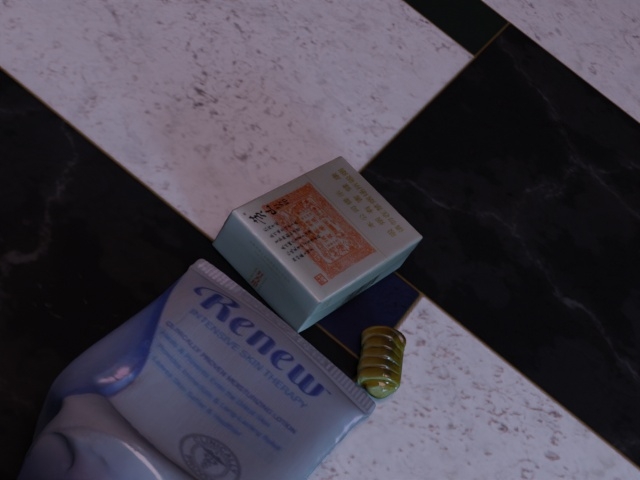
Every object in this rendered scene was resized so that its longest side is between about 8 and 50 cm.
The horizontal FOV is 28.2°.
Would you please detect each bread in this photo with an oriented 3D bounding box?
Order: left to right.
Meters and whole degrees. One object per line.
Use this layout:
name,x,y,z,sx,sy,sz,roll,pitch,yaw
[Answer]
bread,0.062,0.122,1.307,0.049,0.034,0.088,22,41,-6

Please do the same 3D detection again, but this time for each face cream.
face cream,-0.111,0.160,1.111,0.234,0.137,0.420,38,28,6

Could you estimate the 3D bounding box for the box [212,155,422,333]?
box,0.000,0.000,1.365,0.141,0.058,0.201,47,42,13
